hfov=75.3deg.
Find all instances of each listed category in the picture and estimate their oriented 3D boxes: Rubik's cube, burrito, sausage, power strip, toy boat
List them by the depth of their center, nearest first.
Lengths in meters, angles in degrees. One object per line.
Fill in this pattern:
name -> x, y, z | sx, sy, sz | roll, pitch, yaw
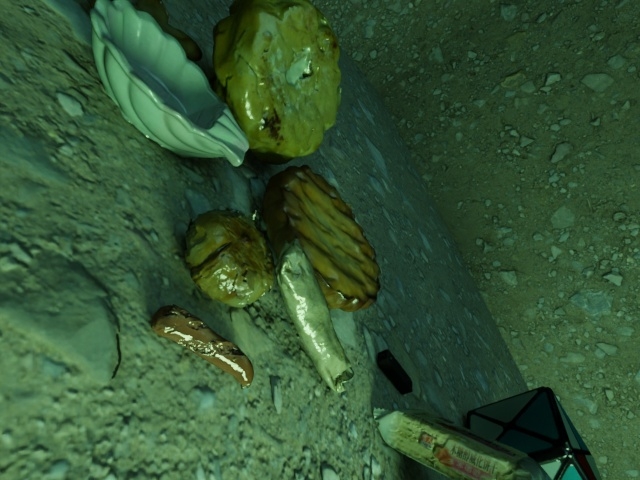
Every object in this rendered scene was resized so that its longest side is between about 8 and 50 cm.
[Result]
sausage -> -0.137, 0.130, 0.508 | 0.158, 0.042, 0.036 | 47, -18, -28
toy boat -> -0.238, -0.225, 0.650 | 0.290, 0.100, 0.199 | 43, 29, -30
burrito -> -0.010, 0.128, 0.668 | 0.082, 0.059, 0.275 | -69, 141, -59
power strip -> 0.163, 0.289, 0.913 | 0.111, 0.029, 0.038 | 54, 23, -17
Rubik's cube -> 0.533, 0.561, 1.043 | 0.250, 0.246, 0.248 | 57, 23, -5

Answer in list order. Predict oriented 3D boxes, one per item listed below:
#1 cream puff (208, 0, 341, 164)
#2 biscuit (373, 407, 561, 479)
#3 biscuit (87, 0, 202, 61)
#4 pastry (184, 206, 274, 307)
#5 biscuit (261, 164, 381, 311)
cream puff -> -0.120, -0.335, 0.868 | 0.291, 0.257, 0.325 | -26, 125, -38
biscuit -> 0.259, 0.383, 0.744 | 0.186, 0.309, 0.079 | 25, 79, -50
biscuit -> -0.311, -0.387, 0.763 | 0.164, 0.047, 0.208 | 49, 25, -19
pastry -> -0.129, 0.023, 0.593 | 0.153, 0.081, 0.153 | 53, 28, -43
biscuit -> 0.000, 0.000, 0.846 | 0.325, 0.107, 0.326 | 41, 29, -29
